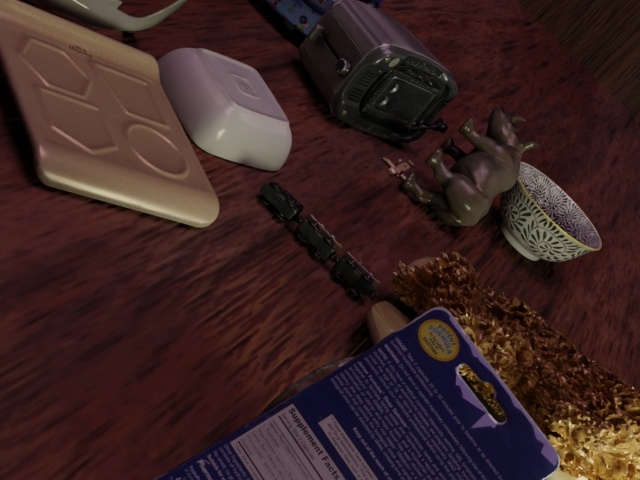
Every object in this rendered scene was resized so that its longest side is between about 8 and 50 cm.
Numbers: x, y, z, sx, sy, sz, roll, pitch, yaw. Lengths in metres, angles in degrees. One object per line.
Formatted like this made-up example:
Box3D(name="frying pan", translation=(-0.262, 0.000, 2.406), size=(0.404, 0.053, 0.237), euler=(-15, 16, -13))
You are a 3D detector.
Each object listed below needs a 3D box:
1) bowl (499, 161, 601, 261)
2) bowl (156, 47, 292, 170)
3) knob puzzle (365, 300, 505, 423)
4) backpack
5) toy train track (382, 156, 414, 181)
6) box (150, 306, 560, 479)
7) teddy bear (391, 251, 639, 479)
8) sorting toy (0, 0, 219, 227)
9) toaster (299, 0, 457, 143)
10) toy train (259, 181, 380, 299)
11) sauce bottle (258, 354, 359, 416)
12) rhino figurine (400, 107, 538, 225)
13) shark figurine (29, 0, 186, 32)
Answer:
Box3D(name="bowl", translation=(0.306, -0.025, 1.556), size=(0.170, 0.080, 0.170), euler=(35, 26, -20))
Box3D(name="bowl", translation=(-0.094, -0.145, 1.165), size=(0.142, 0.053, 0.142), euler=(14, 37, -50))
Box3D(name="knob puzzle", translation=(0.101, 0.130, 1.037), size=(0.213, 0.030, 0.213), euler=(41, 12, -11))
Box3D(name="backpack", translation=(-0.009, -0.357, 1.574), size=(0.158, 0.117, 0.173), euler=(47, 27, 11))
Box3D(name="toy train track", translation=(0.108, -0.097, 1.449), size=(0.048, 0.014, 0.083), euler=(47, 23, 7))
Box3D(name="box", translation=(0.024, 0.151, 0.696), size=(0.136, 0.225, 0.036), euler=(54, -16, 22))
Box3D(name="teddy bear", translation=(0.190, 0.129, 1.060), size=(0.338, 0.113, 0.245), euler=(42, 2, 32))
Box3D(name="sorting toy", translation=(-0.195, -0.108, 0.973), size=(0.193, 0.038, 0.208), euler=(16, 40, -46))
Box3D(name="toaster", translation=(0.078, -0.227, 1.479), size=(0.227, 0.129, 0.146), euler=(12, 36, -47))
Box3D(name="toy train", translation=(0.000, 0.000, 1.106), size=(0.158, 0.027, 0.036), euler=(45, 13, 6))
Box3D(name="sauce bottle", translation=(0.083, 0.237, 0.734), size=(0.344, 0.111, 0.111), euler=(52, 25, 23))
Box3D(name="rhino figurine", translation=(0.211, -0.103, 1.460), size=(0.106, 0.073, 0.243), euler=(47, 50, 1))
Box3D(name="shark figurine", translation=(-0.248, -0.274, 1.068), size=(0.278, 0.116, 0.166), euler=(30, 28, -24))
